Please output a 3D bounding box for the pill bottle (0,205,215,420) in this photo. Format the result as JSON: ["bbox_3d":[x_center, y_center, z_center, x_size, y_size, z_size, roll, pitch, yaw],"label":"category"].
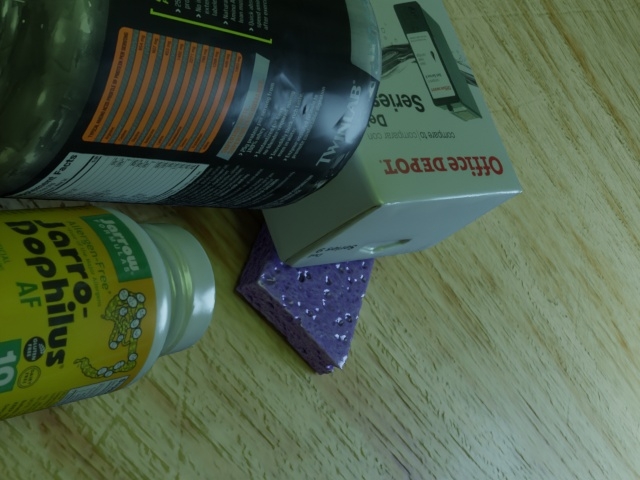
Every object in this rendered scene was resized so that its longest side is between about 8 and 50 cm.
[{"bbox_3d":[-0.163,0.039,0.596,0.208,0.117,0.117,-6,78,-53],"label":"pill bottle"}]

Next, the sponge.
[{"bbox_3d":[0.000,0.000,0.897,0.117,0.031,0.210,47,42,-29],"label":"sponge"}]

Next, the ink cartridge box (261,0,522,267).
[{"bbox_3d":[0.026,-0.138,0.875,0.211,0.121,0.289,-8,72,-47],"label":"ink cartridge box"}]

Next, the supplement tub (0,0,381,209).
[{"bbox_3d":[-0.133,-0.126,0.639,0.338,0.207,0.207,2,72,-52],"label":"supplement tub"}]
